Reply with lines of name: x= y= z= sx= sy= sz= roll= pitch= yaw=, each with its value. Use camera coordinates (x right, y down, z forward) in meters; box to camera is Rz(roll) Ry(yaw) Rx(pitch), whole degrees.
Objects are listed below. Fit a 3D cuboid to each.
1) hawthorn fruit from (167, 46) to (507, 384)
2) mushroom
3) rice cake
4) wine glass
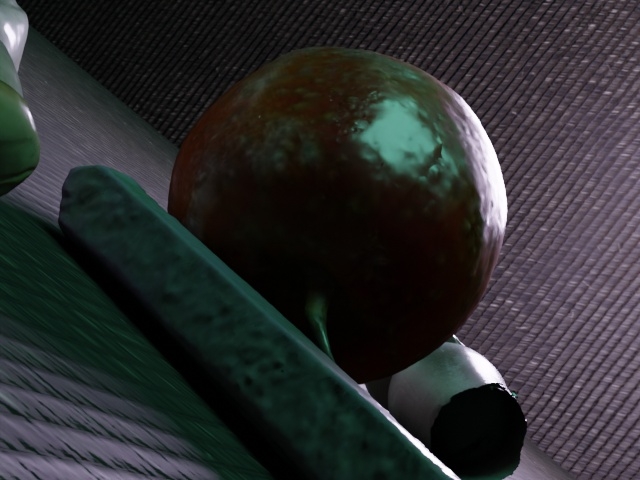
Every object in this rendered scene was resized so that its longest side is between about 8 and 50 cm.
hawthorn fruit: x=0.006 y=-0.023 z=0.816 sx=0.235 sy=0.231 sz=0.263 roll=28 pitch=-7 yaw=18
mushroom: x=-0.215 y=-0.102 z=0.667 sx=0.109 sy=0.097 sz=0.351 roll=35 pitch=7 yaw=-24
rice cake: x=-0.035 y=0.061 z=0.638 sx=0.365 sy=0.056 sz=0.072 roll=40 pitch=-4 yaw=40
wine glass: x=0.104 y=0.134 z=1.016 sx=0.103 sy=0.103 sz=0.222 roll=38 pitch=2 yaw=-13
